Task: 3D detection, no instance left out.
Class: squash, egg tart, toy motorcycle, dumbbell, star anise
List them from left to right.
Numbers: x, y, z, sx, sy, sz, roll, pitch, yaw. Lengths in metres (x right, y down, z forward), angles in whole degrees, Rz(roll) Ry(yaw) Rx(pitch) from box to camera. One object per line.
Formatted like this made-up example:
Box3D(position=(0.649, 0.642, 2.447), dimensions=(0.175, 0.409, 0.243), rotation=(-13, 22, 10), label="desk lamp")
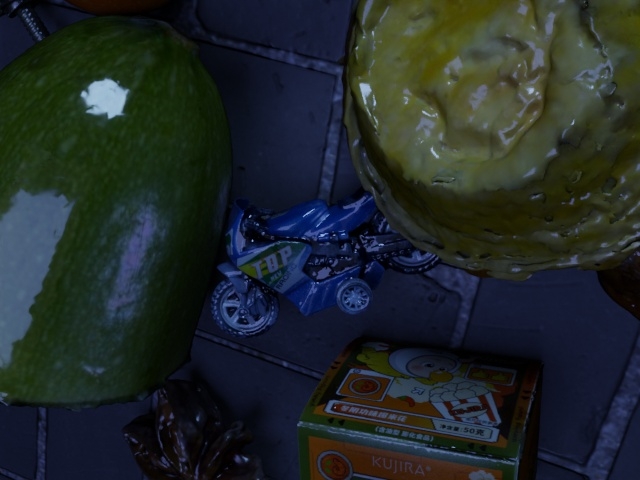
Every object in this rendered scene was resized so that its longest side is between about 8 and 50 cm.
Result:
Box3D(position=(-0.340, -0.300, 0.833), dimensions=(0.082, 0.081, 0.254), rotation=(-27, 100, 29), label="dumbbell")
Box3D(position=(-0.223, -0.055, 0.761), dimensions=(0.310, 0.310, 0.308), rotation=(27, 116, 11), label="squash")
Box3D(position=(-0.138, 0.274, 0.973), dimensions=(0.214, 0.099, 0.220), rotation=(37, 125, 21), label="star anise")
Box3D(position=(0.000, 0.000, 0.793), dimensions=(0.255, 0.092, 0.135), rotation=(-21, 105, 7), label="toy motorcycle")
Box3D(position=(0.131, -0.130, 0.623), dimensions=(0.345, 0.132, 0.345), rotation=(6, 99, 39), label="egg tart")

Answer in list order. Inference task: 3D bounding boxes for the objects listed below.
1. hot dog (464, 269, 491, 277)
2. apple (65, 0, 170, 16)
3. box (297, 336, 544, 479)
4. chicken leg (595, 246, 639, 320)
Box3D(position=(0.190, -0.074, 0.710), dimensions=(0.100, 0.068, 0.249), rotation=(43, 118, 17), label="hot dog")
Box3D(position=(-0.192, -0.281, 0.742), dimensions=(0.164, 0.139, 0.163), rotation=(3, 102, 13), label="apple")
Box3D(position=(0.100, 0.195, 0.789), dimensions=(0.195, 0.177, 0.148), rotation=(6, 111, 20), label="box")
Box3D(position=(0.320, 0.070, 0.711), dimensions=(0.113, 0.093, 0.304), rotation=(-22, 109, 46), label="chicken leg")
